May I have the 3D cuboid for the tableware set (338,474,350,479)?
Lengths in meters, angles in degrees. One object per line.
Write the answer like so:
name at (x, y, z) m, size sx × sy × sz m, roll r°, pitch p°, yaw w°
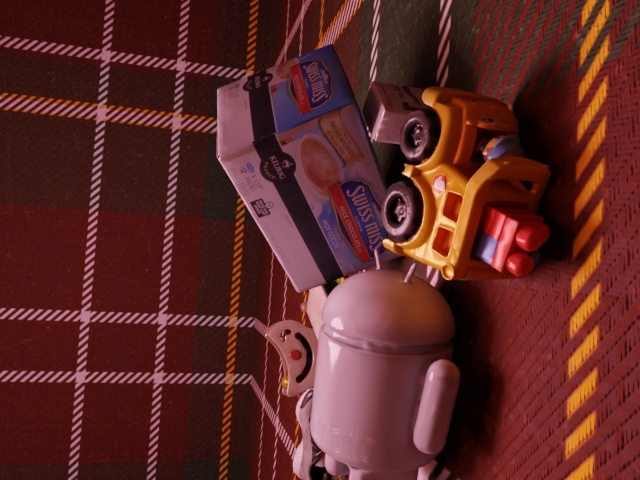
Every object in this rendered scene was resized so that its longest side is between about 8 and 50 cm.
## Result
tableware set at (0.063, 0.544, 1.240) m, size 0.154 × 0.024 × 0.104 m, roll -159°, pitch 74°, yaw -75°

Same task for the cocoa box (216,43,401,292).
cocoa box at (-0.009, -0.122, 1.023) m, size 0.231 × 0.227 × 0.347 m, roll -101°, pitch -11°, yaw -48°

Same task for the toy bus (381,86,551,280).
toy bus at (0.192, -0.055, 0.668) m, size 0.211 × 0.149 × 0.220 m, roll 40°, pitch 124°, yaw 57°

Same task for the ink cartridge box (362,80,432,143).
ink cartridge box at (0.144, -0.195, 0.883) m, size 0.099 × 0.135 × 0.056 m, roll -102°, pitch 22°, yaw -48°

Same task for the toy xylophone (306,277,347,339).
toy xylophone at (0.035, 0.139, 1.351) m, size 0.323 × 0.081 × 0.236 m, roll -111°, pitch 28°, yaw -60°

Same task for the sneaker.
sneaker at (-0.003, 0.491, 1.414) m, size 0.108 × 0.100 × 0.272 m, roll 24°, pitch 113°, yaw 61°

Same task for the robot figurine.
robot figurine at (0.092, 0.197, 0.847) m, size 0.300 × 0.199 × 0.354 m, roll 15°, pitch 101°, yaw 56°

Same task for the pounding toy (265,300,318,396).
pounding toy at (-0.070, 0.300, 1.584) m, size 0.155 × 0.154 × 0.270 m, roll 143°, pitch 129°, yaw -72°
